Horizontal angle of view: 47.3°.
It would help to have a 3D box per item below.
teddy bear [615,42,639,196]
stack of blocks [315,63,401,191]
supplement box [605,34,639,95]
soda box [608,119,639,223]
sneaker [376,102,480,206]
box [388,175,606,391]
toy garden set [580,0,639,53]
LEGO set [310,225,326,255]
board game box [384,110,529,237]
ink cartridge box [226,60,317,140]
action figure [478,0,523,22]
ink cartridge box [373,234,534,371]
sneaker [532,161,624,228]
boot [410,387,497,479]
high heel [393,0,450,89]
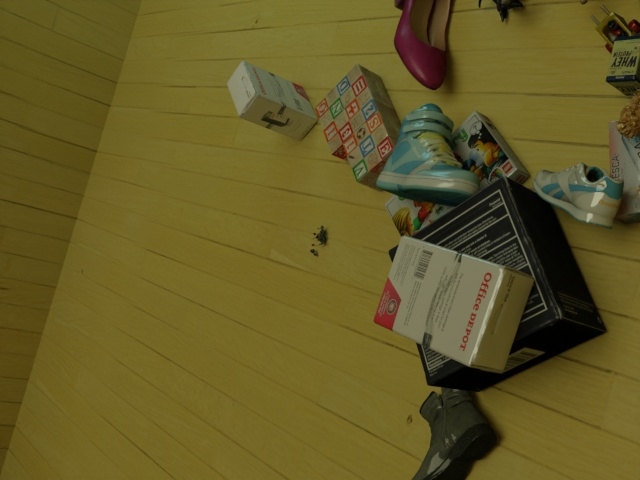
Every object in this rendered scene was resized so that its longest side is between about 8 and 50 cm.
[{"bbox_3d":[0.612,-0.213,1.192,0.245,0.113,0.338,18,88,35],"label":"teddy bear"},{"bbox_3d":[0.106,-0.268,1.815,0.171,0.087,0.297,-42,50,31],"label":"stack of blocks"},{"bbox_3d":[0.569,-0.315,1.322,0.056,0.083,0.083,10,86,50],"label":"supplement box"},{"bbox_3d":[0.553,-0.124,1.294,0.063,0.058,0.183,-11,70,46],"label":"soda box"},{"bbox_3d":[0.236,-0.185,1.501,0.319,0.127,0.208,17,88,63],"label":"sneaker"},{"bbox_3d":[0.323,0.091,1.381,0.296,0.183,0.294,-35,55,34],"label":"box"},{"bbox_3d":[0.546,-0.481,1.333,0.244,0.049,0.204,50,132,6],"label":"toy garden set"},{"bbox_3d":[-0.001,0.000,1.899,0.083,0.023,0.054,-61,38,34],"label":"LEGO set"},{"bbox_3d":[0.286,-0.107,1.588,0.305,0.053,0.193,-47,46,27],"label":"board game box"},{"bbox_3d":[-0.135,-0.385,2.022,0.092,0.218,0.158,-46,47,28],"label":"ink cartridge box"},{"bbox_3d":[0.421,-0.568,1.533,0.276,0.141,0.164,-9,82,45],"label":"action figure"},{"bbox_3d":[0.226,0.105,1.269,0.237,0.100,0.172,20,92,49],"label":"ink cartridge box"},{"bbox_3d":[0.468,-0.096,1.322,0.228,0.087,0.092,-126,49,-66],"label":"sneaker"},{"bbox_3d":[0.239,0.401,1.466,0.246,0.083,0.161,-52,35,20],"label":"boot"},{"bbox_3d":[0.260,-0.527,1.695,0.181,0.127,0.377,-45,44,43],"label":"high heel"}]
